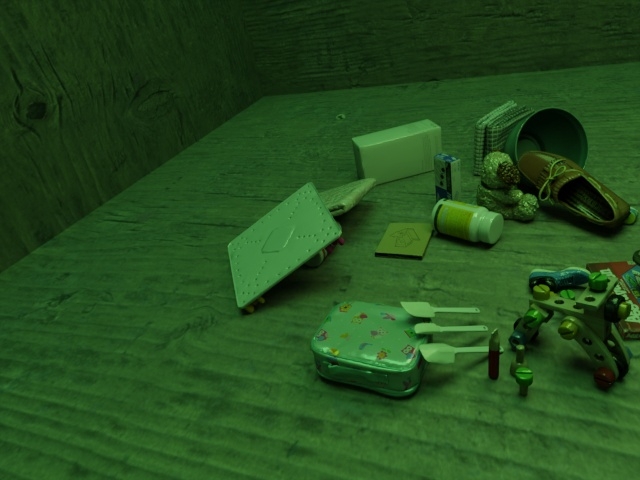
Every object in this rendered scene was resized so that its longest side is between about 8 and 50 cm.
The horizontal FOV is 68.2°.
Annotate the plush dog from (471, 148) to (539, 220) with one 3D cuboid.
[{"bbox_3d":[0.610,-0.199,1.634,0.210,0.226,0.263,-11,31,2],"label":"plush dog"}]

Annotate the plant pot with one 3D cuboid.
[{"bbox_3d":[0.808,-0.330,1.768,0.292,0.293,0.196,-17,6,-8],"label":"plant pot"}]

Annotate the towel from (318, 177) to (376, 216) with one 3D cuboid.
[{"bbox_3d":[0.027,-0.141,1.809,0.316,0.054,0.332,-14,17,30],"label":"towel"}]

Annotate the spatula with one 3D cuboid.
[{"bbox_3d":[0.319,0.218,1.132,0.241,0.019,0.168,6,39,-26],"label":"spatula"}]

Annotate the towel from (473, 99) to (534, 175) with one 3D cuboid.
[{"bbox_3d":[0.749,-0.412,1.934,0.283,0.235,0.121,-32,38,-27],"label":"towel"}]

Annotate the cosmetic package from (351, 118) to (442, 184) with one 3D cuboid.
[{"bbox_3d":[0.339,-0.386,2.080,0.365,0.197,0.155,-13,30,-4],"label":"cosmetic package"}]

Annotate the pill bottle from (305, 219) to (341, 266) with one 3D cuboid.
[{"bbox_3d":[0.000,0.000,1.643,0.107,0.108,0.180,8,35,30],"label":"pill bottle"}]

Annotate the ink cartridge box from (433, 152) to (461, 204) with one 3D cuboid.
[{"bbox_3d":[0.463,-0.205,1.717,0.046,0.207,0.097,-23,32,-17],"label":"ink cartridge box"}]

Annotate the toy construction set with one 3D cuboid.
[{"bbox_3d":[0.513,0.175,1.033,0.308,0.238,0.257,-19,31,-10],"label":"toy construction set"}]

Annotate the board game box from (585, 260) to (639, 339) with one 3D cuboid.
[{"bbox_3d":[0.793,0.142,1.195,0.144,0.027,0.281,-5,31,14],"label":"board game box"}]

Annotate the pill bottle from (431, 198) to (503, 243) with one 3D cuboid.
[{"bbox_3d":[0.483,-0.062,1.559,0.119,0.119,0.208,-34,36,-32],"label":"pill bottle"}]

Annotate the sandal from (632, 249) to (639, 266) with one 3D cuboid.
[{"bbox_3d":[0.866,0.130,1.100,0.120,0.086,0.303,-18,51,-36],"label":"sandal"}]

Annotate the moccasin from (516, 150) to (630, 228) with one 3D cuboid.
[{"bbox_3d":[0.790,-0.170,1.520,0.146,0.139,0.380,-1,44,-44],"label":"moccasin"}]

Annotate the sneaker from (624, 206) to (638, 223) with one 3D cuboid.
[{"bbox_3d":[0.945,-0.098,1.520,0.059,0.053,0.144,-27,40,-27],"label":"sneaker"}]

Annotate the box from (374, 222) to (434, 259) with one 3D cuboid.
[{"bbox_3d":[0.292,-0.002,1.624,0.164,0.021,0.201,3,34,25],"label":"box"}]

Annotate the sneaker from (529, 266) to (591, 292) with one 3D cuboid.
[{"bbox_3d":[0.640,0.112,1.266,0.152,0.058,0.084,1,27,29],"label":"sneaker"}]

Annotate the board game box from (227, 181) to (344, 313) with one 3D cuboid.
[{"bbox_3d":[-0.129,0.011,1.573,0.389,0.050,0.390,-37,33,6],"label":"board game box"}]

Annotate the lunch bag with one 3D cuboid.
[{"bbox_3d":[0.123,0.261,1.161,0.278,0.108,0.224,5,36,27],"label":"lunch bag"}]
